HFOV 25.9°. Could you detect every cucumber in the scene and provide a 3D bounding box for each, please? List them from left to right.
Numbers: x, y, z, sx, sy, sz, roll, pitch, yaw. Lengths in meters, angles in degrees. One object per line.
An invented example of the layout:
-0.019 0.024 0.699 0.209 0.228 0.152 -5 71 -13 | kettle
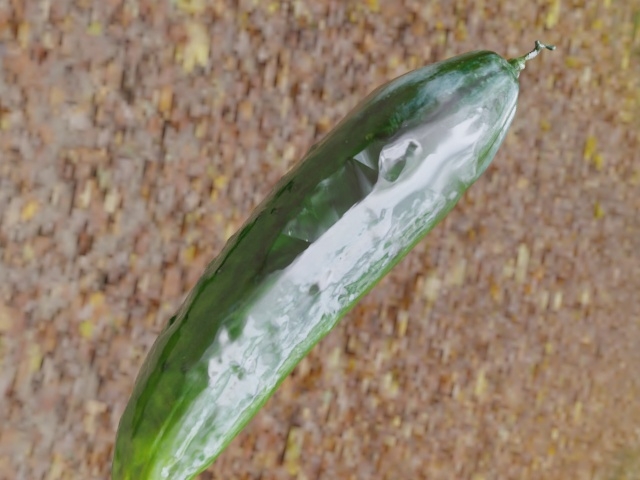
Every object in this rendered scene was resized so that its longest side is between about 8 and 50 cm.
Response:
0.000 0.000 0.355 0.168 0.039 0.039 -48 153 -10 | cucumber
